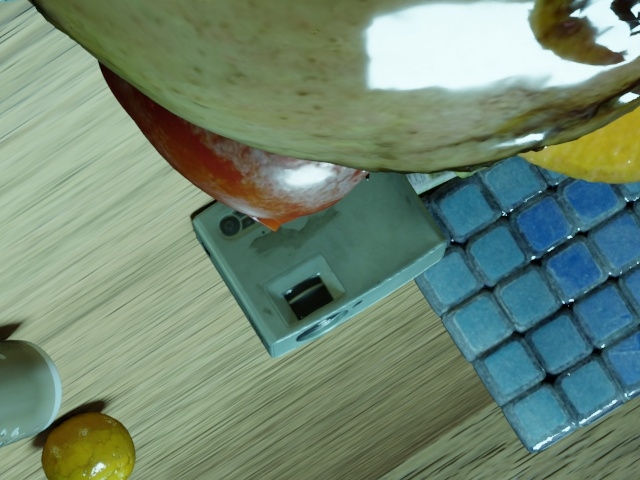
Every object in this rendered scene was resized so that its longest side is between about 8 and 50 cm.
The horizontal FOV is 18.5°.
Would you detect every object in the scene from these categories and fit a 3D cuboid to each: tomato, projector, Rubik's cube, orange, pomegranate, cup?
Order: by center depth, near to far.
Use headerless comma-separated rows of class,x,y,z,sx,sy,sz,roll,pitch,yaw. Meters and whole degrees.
pomegranate,0.033,-0.172,0.565,0.322,0.322,0.322,-31,166,-8
tomato,-0.025,-0.105,0.937,0.187,0.151,0.187,-53,-161,27
cup,-0.241,0.116,1.354,0.102,0.074,0.099,-40,165,29
projector,0.000,0.000,1.402,0.147,0.115,0.061,-31,165,-8
Rubik's cube,0.222,0.024,1.688,0.237,0.237,0.238,-34,174,6
orange,-0.200,0.185,1.693,0.083,0.070,0.083,-28,150,-18

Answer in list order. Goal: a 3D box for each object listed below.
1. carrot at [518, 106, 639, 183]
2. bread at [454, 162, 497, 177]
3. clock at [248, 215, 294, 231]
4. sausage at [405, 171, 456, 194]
carrot,0.174,-0.163,1.098,0.307,0.100,0.258,21,109,-44
bread,0.123,-0.134,1.276,0.269,0.098,0.087,121,-10,-61
clock,-0.021,-0.070,1.240,0.113,0.061,0.155,-35,163,8
sausage,0.032,-0.033,1.531,0.269,0.033,0.033,-25,164,-31
